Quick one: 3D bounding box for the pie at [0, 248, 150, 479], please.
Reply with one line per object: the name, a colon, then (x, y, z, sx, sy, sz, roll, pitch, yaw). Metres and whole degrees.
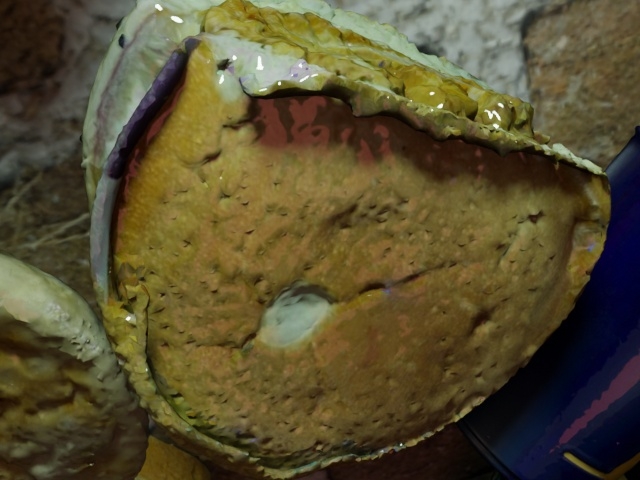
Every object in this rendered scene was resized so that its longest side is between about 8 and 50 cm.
pie: (-0.273, 0.083, 0.547, 0.339, 0.077, 0.339, 7, 127, 9)

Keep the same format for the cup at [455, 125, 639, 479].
cup: (0.258, 0.085, 0.665, 0.255, 0.178, 0.256, 31, 110, -23)

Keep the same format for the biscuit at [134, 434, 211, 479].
biscuit: (-0.176, 0.182, 0.693, 0.188, 0.052, 0.056, 37, 121, -26)

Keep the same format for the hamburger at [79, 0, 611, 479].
hamburger: (0.000, 0.000, 0.538, 0.318, 0.195, 0.276, 17, 108, -26)

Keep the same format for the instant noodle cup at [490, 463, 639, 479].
instant noodle cup: (0.230, 0.293, 0.751, 0.240, 0.240, 0.178, 11, 122, -18)
